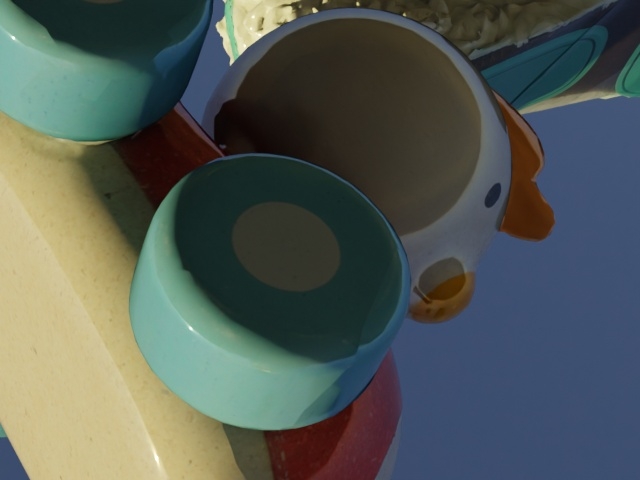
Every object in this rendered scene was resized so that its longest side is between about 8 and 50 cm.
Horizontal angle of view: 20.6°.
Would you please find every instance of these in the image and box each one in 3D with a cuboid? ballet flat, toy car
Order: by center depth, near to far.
[{"bbox_3d":[0.000,0.000,0.603,0.238,0.219,0.210,-20,-117,-31],"label":"toy car"},{"bbox_3d":[0.125,-0.138,0.888,0.409,0.147,0.147,-17,-126,-32],"label":"ballet flat"}]
